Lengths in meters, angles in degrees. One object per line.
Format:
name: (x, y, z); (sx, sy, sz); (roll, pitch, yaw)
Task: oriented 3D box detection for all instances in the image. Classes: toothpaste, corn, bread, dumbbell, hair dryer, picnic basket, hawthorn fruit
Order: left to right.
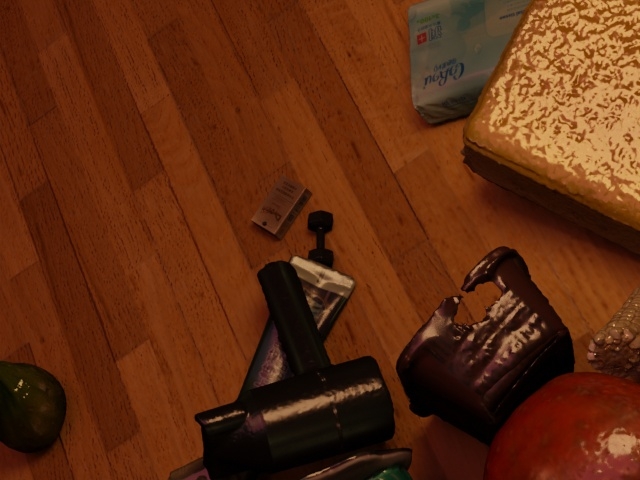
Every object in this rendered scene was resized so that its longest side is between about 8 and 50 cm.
toothpaste: (-0.070, 0.209, 2.094); (0.099, 0.061, 0.392); (23, 78, 5)
hair dryer: (-0.065, 0.160, 2.021); (0.244, 0.116, 0.302); (-13, 53, -12)
dumbbell: (0.000, 0.000, 2.171); (0.040, 0.036, 0.083); (-12, 62, 23)
picnic basket: (0.214, 0.144, 1.843); (0.129, 0.297, 0.222); (39, 83, 19)
hawthorn fruit: (0.313, 0.286, 1.713); (0.284, 0.284, 0.284); (-13, 62, 25)
bread: (0.383, -0.173, 1.924); (0.333, 0.143, 0.323); (28, 86, 19)
corn: (0.382, 0.105, 1.809); (0.087, 0.211, 0.087); (11, 115, 25)

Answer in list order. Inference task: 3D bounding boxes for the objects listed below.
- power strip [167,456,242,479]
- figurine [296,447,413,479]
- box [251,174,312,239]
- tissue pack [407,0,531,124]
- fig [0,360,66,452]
power strip: (-0.086, 0.451, 1.955); (0.092, 0.066, 0.387); (-27, 66, 5)
figurine: (0.086, 0.433, 1.810); (0.324, 0.231, 0.340); (-22, 65, -5)
box: (-0.056, -0.049, 2.235); (0.053, 0.024, 0.083); (32, 87, 37)
tissue pack: (0.252, -0.277, 2.128); (0.263, 0.089, 0.177); (-14, 63, 25)
fig: (-0.441, 0.233, 2.239); (0.123, 0.156, 0.123); (-13, 56, 21)
